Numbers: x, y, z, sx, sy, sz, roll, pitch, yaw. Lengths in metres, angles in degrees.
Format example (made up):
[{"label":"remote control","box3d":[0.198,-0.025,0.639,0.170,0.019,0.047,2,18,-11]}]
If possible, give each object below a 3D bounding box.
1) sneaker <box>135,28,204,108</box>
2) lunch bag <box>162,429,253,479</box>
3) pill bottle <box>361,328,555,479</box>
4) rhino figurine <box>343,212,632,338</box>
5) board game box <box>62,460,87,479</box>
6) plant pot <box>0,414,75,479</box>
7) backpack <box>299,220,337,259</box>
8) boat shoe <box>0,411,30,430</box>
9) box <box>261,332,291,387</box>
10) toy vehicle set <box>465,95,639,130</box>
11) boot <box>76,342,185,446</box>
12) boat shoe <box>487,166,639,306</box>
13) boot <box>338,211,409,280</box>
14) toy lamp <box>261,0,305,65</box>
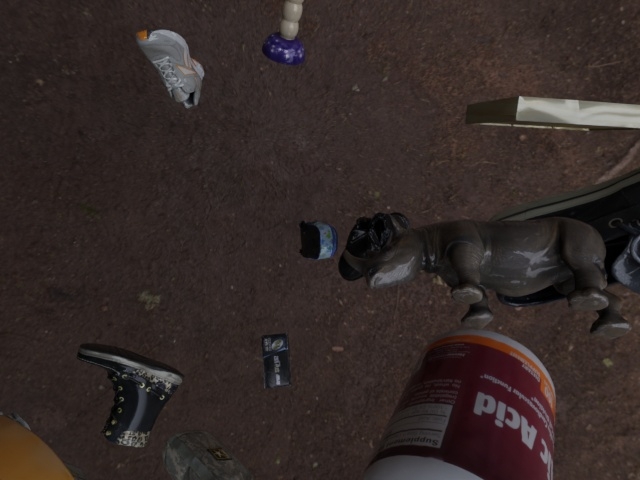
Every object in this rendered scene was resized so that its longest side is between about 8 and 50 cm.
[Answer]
[{"label":"sneaker","box3d":[-0.362,-0.419,1.050,0.099,0.262,0.121,-4,85,10]},{"label":"lunch bag","box3d":[-0.304,0.674,1.176,0.169,0.235,0.287,-37,137,-33]},{"label":"pill bottle","box3d":[0.188,0.316,0.571,0.224,0.392,0.224,13,120,25]},{"label":"rhino figurine","box3d":[0.141,0.022,0.391,0.243,0.106,0.073,3,138,13]},{"label":"board game box","box3d":[-0.570,0.489,0.888,0.154,0.103,0.026,48,62,-30]},{"label":"plant pot","box3d":[-0.301,0.257,0.279,0.205,0.188,0.205,2,99,15]},{"label":"backpack","box3d":[0.000,0.000,1.146,0.084,0.114,0.105,-4,98,-27]},{"label":"boat shoe","box3d":[-0.516,0.320,0.657,0.104,0.113,0.306,20,134,2]},{"label":"box","box3d":[-0.130,0.357,1.269,0.077,0.180,0.148,-4,77,-4]},{"label":"toy vehicle set","box3d":[0.412,-0.214,0.724,0.266,0.166,0.035,1,104,-9]},{"label":"boot","box3d":[-0.435,0.334,0.905,0.236,0.085,0.179,33,75,-33]},{"label":"boat shoe","box3d":[0.432,-0.007,0.535,0.186,0.500,0.156,24,63,-27]},{"label":"boot","box3d":[0.102,0.020,1.035,0.246,0.207,0.094,-44,76,22]},{"label":"toy lamp","box3d":[-0.022,-0.384,0.570,0.080,0.080,0.275,9,137,-10]}]
